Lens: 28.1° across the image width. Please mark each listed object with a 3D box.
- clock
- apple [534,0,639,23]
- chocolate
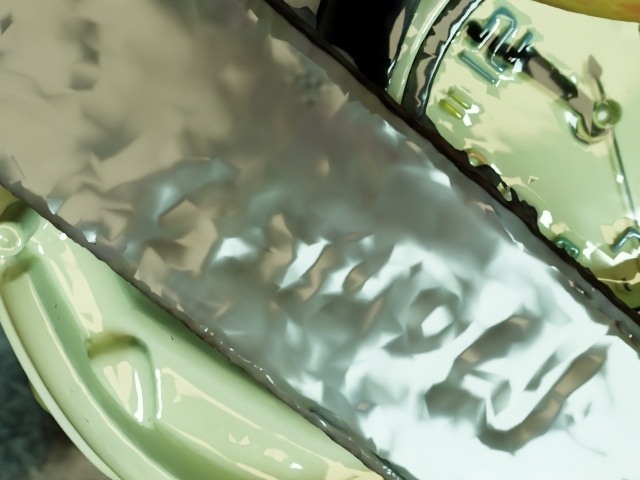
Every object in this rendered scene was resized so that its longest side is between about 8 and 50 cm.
[{"bbox_3d":[0.008,-0.001,0.500,0.276,0.120,0.379,40,98,-11],"label":"clock"},{"bbox_3d":[0.133,-0.196,0.323,0.251,0.163,0.293,-5,106,-10],"label":"apple"},{"bbox_3d":[0.000,0.000,0.385,0.321,0.112,0.112,40,94,-15],"label":"chocolate"}]
